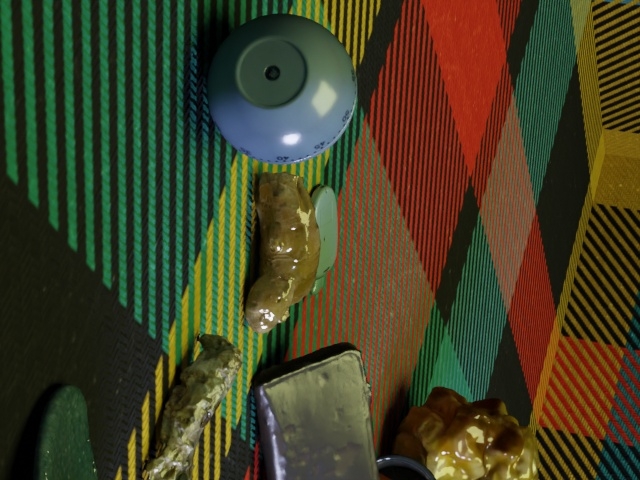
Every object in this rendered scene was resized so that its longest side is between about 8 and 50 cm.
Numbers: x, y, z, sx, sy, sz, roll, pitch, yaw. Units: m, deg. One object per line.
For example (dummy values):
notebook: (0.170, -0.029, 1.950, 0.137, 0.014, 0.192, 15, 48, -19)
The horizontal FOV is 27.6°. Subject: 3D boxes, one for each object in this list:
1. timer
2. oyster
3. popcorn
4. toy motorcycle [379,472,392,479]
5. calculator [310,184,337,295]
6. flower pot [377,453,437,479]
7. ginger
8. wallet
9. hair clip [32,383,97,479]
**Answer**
timer: (-0.046, -0.168, 1.411, 0.255, 0.175, 0.175, -118, -146, -77)
oyster: (-0.140, 0.206, 1.415, 0.106, 0.061, 0.200, -4, 103, -69)
popcorn: (0.258, 0.416, 2.297, 0.225, 0.265, 0.332, 171, -89, -73)
toy motorcycle: (0.031, 0.455, 1.916, 0.221, 0.148, 0.326, -37, 136, -31)
calculator: (0.000, 0.000, 1.755, 0.095, 0.021, 0.153, -37, 130, -62)
flower pot: (0.123, 0.432, 2.139, 0.107, 0.157, 0.157, 66, 37, -78)
ginger: (-0.036, 0.010, 1.577, 0.115, 0.081, 0.205, -5, 116, -37)
wallet: (-0.002, 0.289, 1.727, 0.165, 0.042, 0.309, -19, 117, -25)
hair clip: (-0.171, 0.383, 1.167, 0.318, 0.238, 0.392, 77, 30, -53)
